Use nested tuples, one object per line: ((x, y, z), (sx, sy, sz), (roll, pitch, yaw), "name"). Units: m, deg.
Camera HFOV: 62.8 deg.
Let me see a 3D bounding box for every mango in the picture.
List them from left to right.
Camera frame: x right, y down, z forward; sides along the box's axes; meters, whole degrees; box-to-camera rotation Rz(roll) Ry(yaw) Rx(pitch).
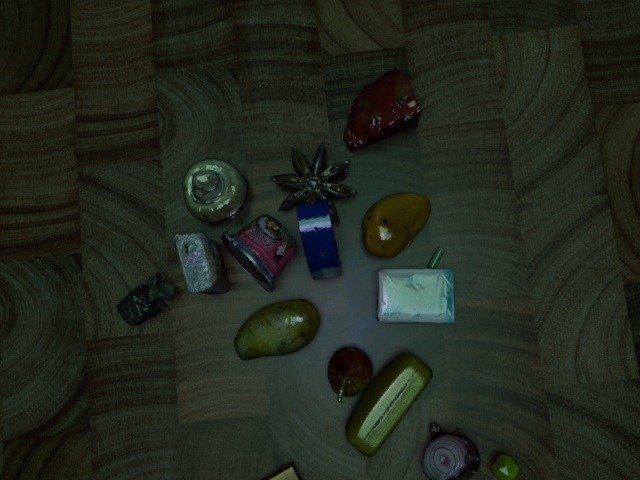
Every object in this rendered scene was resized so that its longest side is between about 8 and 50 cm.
((-0.158, 0.318, 1.872), (0.329, 0.176, 0.177), (-17, 50, 20), "mango")
((0.268, -0.070, 1.894), (0.290, 0.160, 0.191), (-38, 74, -6), "mango")

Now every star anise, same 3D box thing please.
((-0.021, -0.202, 1.943), (0.331, 0.117, 0.332), (0, 92, 4), "star anise")

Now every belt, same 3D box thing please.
((0.000, 0.000, 1.806), (0.117, 0.347, 0.213), (-11, 57, 1), "belt")

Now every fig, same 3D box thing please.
((0.098, 0.458, 1.811), (0.174, 0.207, 0.175), (-2, 81, 10), "fig")

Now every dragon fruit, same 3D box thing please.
((0.235, -0.440, 1.943), (0.330, 0.302, 0.240), (-42, 115, 13), "dragon fruit")

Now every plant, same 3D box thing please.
((-0.631, 0.217, 1.913), (0.203, 0.131, 0.143), (-31, 81, 9), "plant")

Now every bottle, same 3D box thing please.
((0.427, 0.064, 1.929), (0.030, 0.030, 0.083), (28, 84, 6), "bottle")

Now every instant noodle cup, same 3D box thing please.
((-0.203, 0.024, 1.874), (0.258, 0.303, 0.181), (32, 69, 37), "instant noodle cup")

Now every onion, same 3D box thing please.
((0.438, 0.728, 1.803), (0.195, 0.139, 0.218), (-46, 39, 15), "onion")

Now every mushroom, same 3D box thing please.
((-0.388, -0.182, 1.928), (0.254, 0.184, 0.255), (0, 69, 1), "mushroom")

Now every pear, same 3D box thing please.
((0.640, 0.788, 1.808), (0.096, 0.092, 0.092), (19, 84, -11), "pear")

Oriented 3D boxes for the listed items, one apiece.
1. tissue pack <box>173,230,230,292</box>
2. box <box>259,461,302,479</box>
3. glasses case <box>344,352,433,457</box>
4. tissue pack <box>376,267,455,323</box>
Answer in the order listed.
((-0.408, 0.083, 1.855), (0.122, 0.257, 0.215), (-17, 81, 4), "tissue pack")
((-0.165, 0.910, 1.840), (0.237, 0.070, 0.152), (-30, 83, 0), "box")
((0.224, 0.551, 1.809), (0.141, 0.173, 0.371), (39, 84, 6), "glasses case")
((0.336, 0.196, 1.874), (0.270, 0.124, 0.202), (0, 80, 4), "tissue pack")
